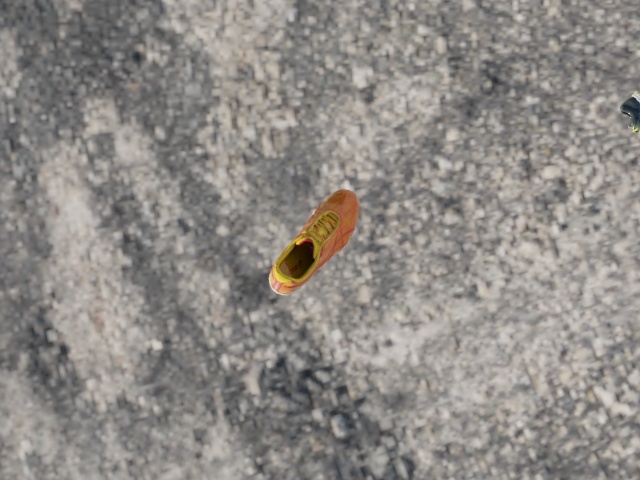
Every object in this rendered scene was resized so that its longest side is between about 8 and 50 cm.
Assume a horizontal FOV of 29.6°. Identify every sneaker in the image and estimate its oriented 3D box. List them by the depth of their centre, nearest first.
[{"bbox_3d":[0.391,-0.137,1.455,0.035,0.031,0.083,-32,77,6],"label":"sneaker"},{"bbox_3d":[0.000,0.000,1.570,0.064,0.175,0.067,35,155,2],"label":"sneaker"}]
